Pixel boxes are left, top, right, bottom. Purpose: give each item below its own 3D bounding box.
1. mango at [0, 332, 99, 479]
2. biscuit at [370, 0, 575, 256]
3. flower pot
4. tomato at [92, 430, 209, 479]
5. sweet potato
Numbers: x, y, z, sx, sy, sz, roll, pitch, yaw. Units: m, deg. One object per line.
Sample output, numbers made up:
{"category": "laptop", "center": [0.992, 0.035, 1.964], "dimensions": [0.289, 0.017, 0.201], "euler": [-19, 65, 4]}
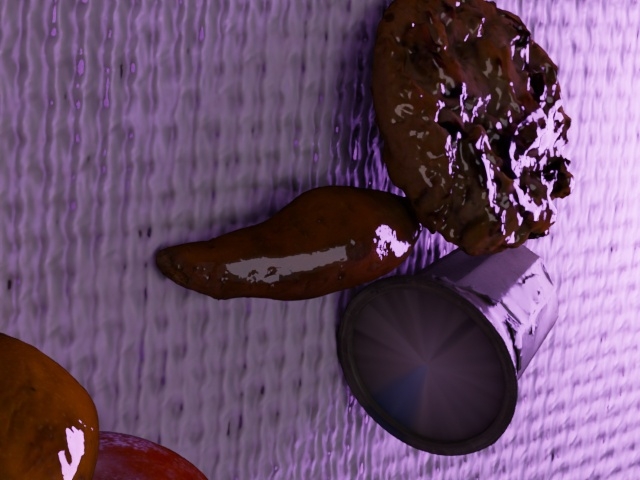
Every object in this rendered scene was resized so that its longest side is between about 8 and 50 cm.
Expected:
{"category": "mango", "center": [-0.256, 0.146, 1.160], "dimensions": [0.187, 0.359, 0.144], "euler": [-9, 103, -5]}
{"category": "biscuit", "center": [0.176, -0.129, 1.678], "dimensions": [0.334, 0.081, 0.289], "euler": [1, 78, -50]}
{"category": "flower pot", "center": [0.162, 0.096, 1.711], "dimensions": [0.202, 0.212, 0.212], "euler": [-35, 126, -46]}
{"category": "tomato", "center": [-0.208, 0.285, 1.314], "dimensions": [0.270, 0.227, 0.270], "euler": [-57, 168, -20]}
{"category": "sweet potato", "center": [0.005, 0.000, 1.562], "dimensions": [0.359, 0.112, 0.112], "euler": [-18, 114, -44]}
